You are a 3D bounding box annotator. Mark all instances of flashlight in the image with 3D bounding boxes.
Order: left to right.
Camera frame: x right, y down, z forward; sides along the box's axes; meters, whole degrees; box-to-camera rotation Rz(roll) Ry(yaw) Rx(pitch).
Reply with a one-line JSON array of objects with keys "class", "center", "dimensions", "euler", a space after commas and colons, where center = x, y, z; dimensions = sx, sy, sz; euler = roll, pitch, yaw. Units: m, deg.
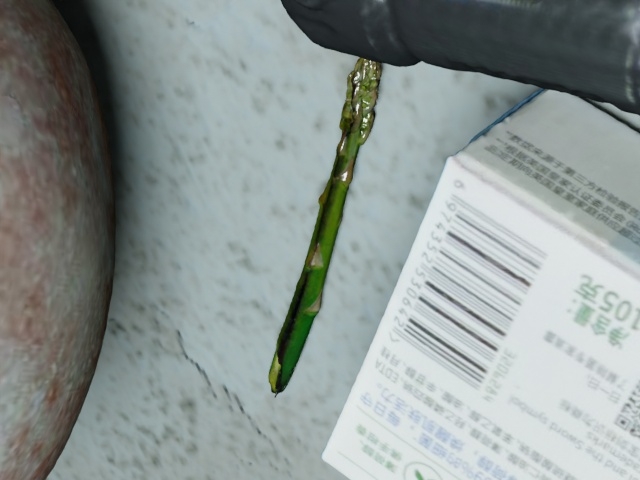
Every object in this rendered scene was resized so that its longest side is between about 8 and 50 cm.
[{"class": "flashlight", "center": [0.094, -0.064, 0.414], "dimensions": [0.232, 0.093, 0.093], "euler": [18, 124, 35]}]

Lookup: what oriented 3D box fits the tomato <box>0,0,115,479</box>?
[{"class": "tomato", "center": [-0.229, -0.002, 0.535], "dimensions": [0.316, 0.317, 0.282], "euler": [49, 176, 5]}]

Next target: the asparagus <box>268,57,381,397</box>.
[{"class": "asparagus", "center": [0.000, 0.000, 0.564], "dimensions": [0.016, 0.013, 0.166], "euler": [26, 128, 11]}]

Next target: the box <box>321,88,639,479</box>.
[{"class": "box", "center": [0.112, 0.063, 0.471], "dimensions": [0.194, 0.073, 0.139], "euler": [34, 130, 17]}]
